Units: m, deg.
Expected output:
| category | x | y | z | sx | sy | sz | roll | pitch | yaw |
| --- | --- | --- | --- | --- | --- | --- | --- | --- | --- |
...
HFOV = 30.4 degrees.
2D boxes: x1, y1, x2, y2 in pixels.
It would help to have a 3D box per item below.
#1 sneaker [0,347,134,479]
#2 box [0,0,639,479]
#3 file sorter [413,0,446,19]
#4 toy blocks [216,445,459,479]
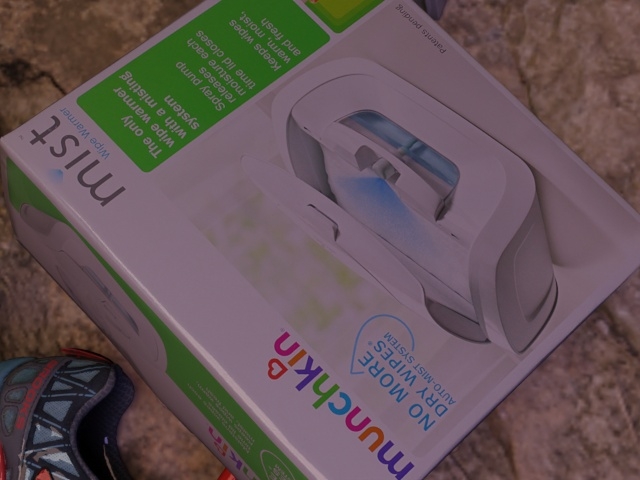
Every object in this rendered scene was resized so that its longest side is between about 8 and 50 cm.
| category | x | y | z | sx | sy | sz | roll | pitch | yaw |
| --- | --- | --- | --- | --- | --- | --- | --- | --- | --- |
| sneaker | -0.141 | 0.190 | 0.693 | 0.125 | 0.104 | 0.261 | -13 | 80 | 7 |
| box | 0.000 | 0.000 | 0.640 | 0.231 | 0.127 | 0.262 | -38 | 77 | -24 |
| file sorter | 0.001 | -0.276 | 0.646 | 0.193 | 0.277 | 0.173 | 23 | 83 | 13 |
| toy blocks | -0.005 | 0.156 | 0.697 | 0.123 | 0.054 | 0.148 | 29 | 90 | 11 |
